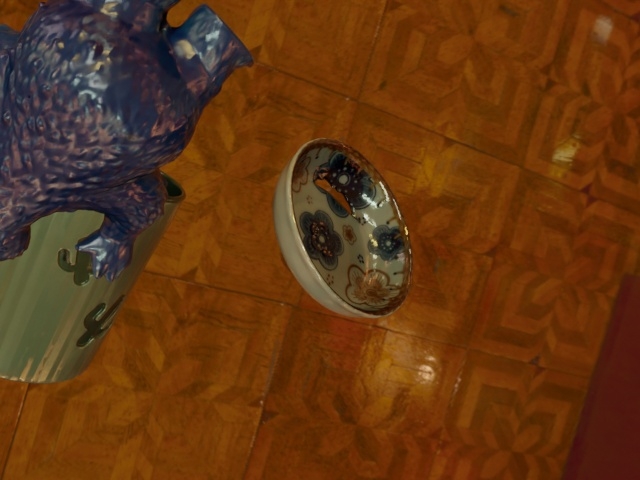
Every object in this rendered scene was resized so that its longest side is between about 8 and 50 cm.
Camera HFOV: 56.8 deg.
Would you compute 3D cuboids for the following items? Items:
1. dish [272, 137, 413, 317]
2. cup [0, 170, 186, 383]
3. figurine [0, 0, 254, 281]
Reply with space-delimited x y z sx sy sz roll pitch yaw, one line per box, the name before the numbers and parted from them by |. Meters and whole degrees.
dish | 0.000 0.000 0.459 0.141 0.078 0.141 26 53 -40
cup | -0.481 -0.007 0.985 0.401 0.310 0.392 23 100 -26
figurine | -0.165 -0.075 0.396 0.164 0.120 0.262 29 106 -20
